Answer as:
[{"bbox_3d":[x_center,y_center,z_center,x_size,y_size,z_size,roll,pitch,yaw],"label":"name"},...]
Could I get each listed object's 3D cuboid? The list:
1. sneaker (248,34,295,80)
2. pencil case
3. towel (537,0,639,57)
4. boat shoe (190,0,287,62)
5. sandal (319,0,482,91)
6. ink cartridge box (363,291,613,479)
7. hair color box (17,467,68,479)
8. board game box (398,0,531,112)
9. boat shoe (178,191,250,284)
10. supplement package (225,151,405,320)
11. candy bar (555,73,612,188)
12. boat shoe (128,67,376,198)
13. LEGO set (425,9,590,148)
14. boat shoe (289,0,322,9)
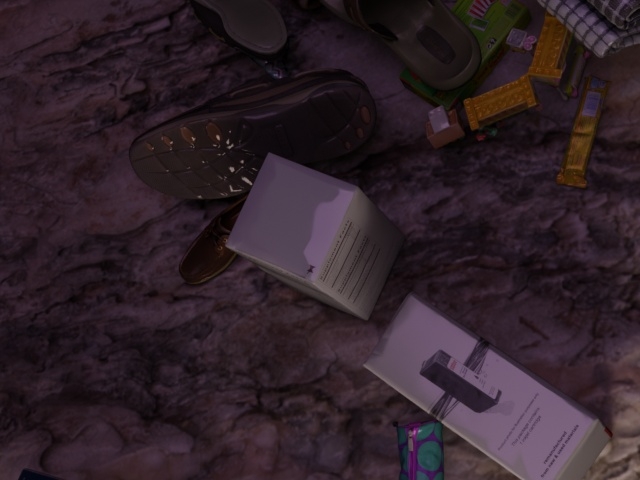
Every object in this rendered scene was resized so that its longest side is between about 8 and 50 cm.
[{"bbox_3d":[-0.057,-0.274,1.822,0.069,0.038,0.098,-46,68,2],"label":"sneaker"},{"bbox_3d":[0.127,0.307,1.587,0.064,0.070,0.152,-8,74,30],"label":"pencil case"},{"bbox_3d":[0.387,-0.373,1.589,0.283,0.121,0.235,-26,61,-35],"label":"towel"},{"bbox_3d":[-0.119,-0.323,1.820,0.081,0.069,0.228,-33,54,-16],"label":"boat shoe"},{"bbox_3d":[0.096,-0.321,1.672,0.303,0.086,0.120,42,103,24],"label":"sandal"},{"bbox_3d":[0.208,0.196,1.524,0.273,0.197,0.114,35,88,23],"label":"ink cartridge box"},{"bbox_3d":[-0.236,0.390,1.556,0.347,0.174,0.105,4,64,43],"label":"hair color box"},{"bbox_3d":[0.203,-0.270,1.735,0.092,0.043,0.181,38,89,23],"label":"board game box"},{"bbox_3d":[-0.139,-0.010,1.765,0.178,0.060,0.064,-42,67,3],"label":"boat shoe"},{"bbox_3d":[0.000,0.000,1.618,0.139,0.244,0.134,22,83,21],"label":"supplement package"},{"bbox_3d":[0.357,-0.149,1.666,0.040,0.018,0.161,14,80,17],"label":"candy bar"},{"bbox_3d":[-0.095,-0.156,1.761,0.355,0.132,0.130,-12,30,5],"label":"boat shoe"},{"bbox_3d":[0.275,-0.212,1.672,0.132,0.107,0.287,39,94,32],"label":"LEGO set"},{"bbox_3d":[-0.018,-0.399,1.804,0.342,0.123,0.123,7,76,13],"label":"boat shoe"}]
